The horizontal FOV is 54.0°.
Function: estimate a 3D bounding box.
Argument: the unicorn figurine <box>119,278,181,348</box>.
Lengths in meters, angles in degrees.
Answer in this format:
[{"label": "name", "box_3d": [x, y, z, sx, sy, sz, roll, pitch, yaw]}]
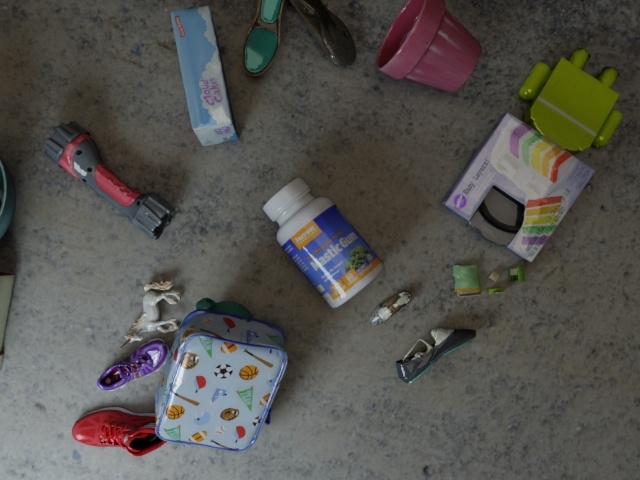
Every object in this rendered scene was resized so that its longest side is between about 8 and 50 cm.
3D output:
[{"label": "unicorn figurine", "box_3d": [-0.370, 0.168, 1.390, 0.111, 0.060, 0.162, 3, 68, -3]}]

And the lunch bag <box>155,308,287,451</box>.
[{"label": "lunch bag", "box_3d": [-0.201, 0.297, 1.296, 0.243, 0.115, 0.303, 13, 115, -20]}]

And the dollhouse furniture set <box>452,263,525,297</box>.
[{"label": "dollhouse furniture set", "box_3d": [0.385, 0.088, 1.441, 0.151, 0.058, 0.076, -4, 85, -4]}]

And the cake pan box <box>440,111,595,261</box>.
[{"label": "cake pan box", "box_3d": [0.446, -0.117, 1.442, 0.245, 0.070, 0.267, 35, 95, 1]}]

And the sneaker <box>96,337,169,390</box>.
[{"label": "sneaker", "box_3d": [-0.406, 0.277, 1.365, 0.170, 0.071, 0.068, -34, 88, -7]}]

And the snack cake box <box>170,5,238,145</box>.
[{"label": "snack cake box", "box_3d": [-0.255, -0.359, 1.394, 0.089, 0.152, 0.265, -11, 86, -5]}]

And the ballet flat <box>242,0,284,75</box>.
[{"label": "ballet flat", "box_3d": [-0.127, -0.488, 1.458, 0.080, 0.073, 0.232, 16, 90, -11]}]

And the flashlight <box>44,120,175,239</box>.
[{"label": "flashlight", "box_3d": [-0.459, -0.135, 1.386, 0.304, 0.103, 0.103, 37, 81, 1]}]

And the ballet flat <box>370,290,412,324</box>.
[{"label": "ballet flat", "box_3d": [0.161, 0.151, 1.430, 0.114, 0.041, 0.041, -36, 88, -6]}]

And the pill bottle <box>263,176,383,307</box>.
[{"label": "pill bottle", "box_3d": [0.000, 0.000, 1.378, 0.152, 0.152, 0.272, -39, 89, -6]}]

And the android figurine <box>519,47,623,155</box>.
[{"label": "android figurine", "box_3d": [0.593, -0.316, 1.495, 0.248, 0.056, 0.273, 31, 83, -1]}]

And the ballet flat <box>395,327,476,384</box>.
[{"label": "ballet flat", "box_3d": [0.254, 0.242, 1.415, 0.203, 0.074, 0.074, -34, 88, -4]}]

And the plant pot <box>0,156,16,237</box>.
[{"label": "plant pot", "box_3d": [-0.771, -0.081, 1.309, 0.292, 0.196, 0.293, 1, 81, -6]}]

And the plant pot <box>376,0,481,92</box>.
[{"label": "plant pot", "box_3d": [0.253, -0.436, 1.427, 0.180, 0.201, 0.201, 25, 83, -17]}]

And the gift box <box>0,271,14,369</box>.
[{"label": "gift box", "box_3d": [-0.798, 0.178, 1.246, 0.255, 0.276, 0.258, 9, 90, 2]}]

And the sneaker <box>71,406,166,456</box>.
[{"label": "sneaker", "box_3d": [-0.423, 0.402, 1.323, 0.221, 0.128, 0.087, -3, 85, -5]}]

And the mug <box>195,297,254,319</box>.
[{"label": "mug", "box_3d": [-0.203, 0.185, 1.354, 0.129, 0.097, 0.158, 1, 118, -10]}]

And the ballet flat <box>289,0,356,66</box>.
[{"label": "ballet flat", "box_3d": [-0.004, -0.512, 1.480, 0.084, 0.058, 0.250, -39, 94, -28]}]
